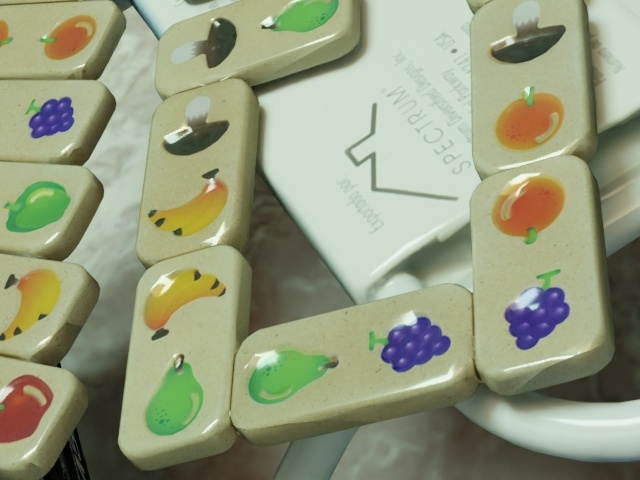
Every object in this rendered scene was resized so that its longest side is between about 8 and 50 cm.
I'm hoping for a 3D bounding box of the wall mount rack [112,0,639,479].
[{"bbox_3d":[0.000,0.000,0.552,0.304,0.130,0.350,-33,42,-4],"label":"wall mount rack"}]

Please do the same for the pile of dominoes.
[{"bbox_3d":[-0.031,-0.055,0.497,0.196,0.040,0.251,-15,46,19],"label":"pile of dominoes"}]

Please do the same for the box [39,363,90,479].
[{"bbox_3d":[-0.163,0.064,0.524,0.191,0.045,0.184,-19,51,-1],"label":"box"}]
